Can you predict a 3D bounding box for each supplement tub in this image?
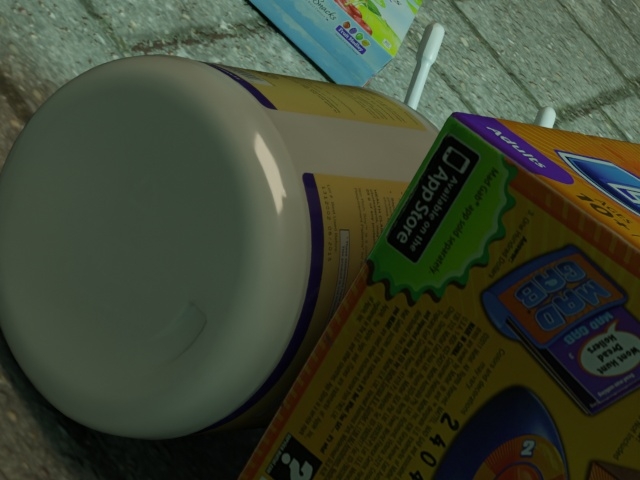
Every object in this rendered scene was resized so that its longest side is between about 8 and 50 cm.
[{"bbox_3d":[-0.035,0.007,1.308,0.331,0.241,0.241,3,49,-57],"label":"supplement tub"}]

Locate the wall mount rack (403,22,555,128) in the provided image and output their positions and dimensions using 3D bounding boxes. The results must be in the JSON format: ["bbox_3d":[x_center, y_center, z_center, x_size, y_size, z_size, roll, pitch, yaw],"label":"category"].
[{"bbox_3d":[0.149,-0.007,1.706,0.350,0.130,0.304,30,36,-50],"label":"wall mount rack"}]

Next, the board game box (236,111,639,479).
[{"bbox_3d":[0.205,0.174,1.199,0.356,0.356,0.356,39,18,28],"label":"board game box"}]

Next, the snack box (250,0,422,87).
[{"bbox_3d":[0.009,-0.256,1.978,0.174,0.070,0.207,43,23,-9],"label":"snack box"}]
